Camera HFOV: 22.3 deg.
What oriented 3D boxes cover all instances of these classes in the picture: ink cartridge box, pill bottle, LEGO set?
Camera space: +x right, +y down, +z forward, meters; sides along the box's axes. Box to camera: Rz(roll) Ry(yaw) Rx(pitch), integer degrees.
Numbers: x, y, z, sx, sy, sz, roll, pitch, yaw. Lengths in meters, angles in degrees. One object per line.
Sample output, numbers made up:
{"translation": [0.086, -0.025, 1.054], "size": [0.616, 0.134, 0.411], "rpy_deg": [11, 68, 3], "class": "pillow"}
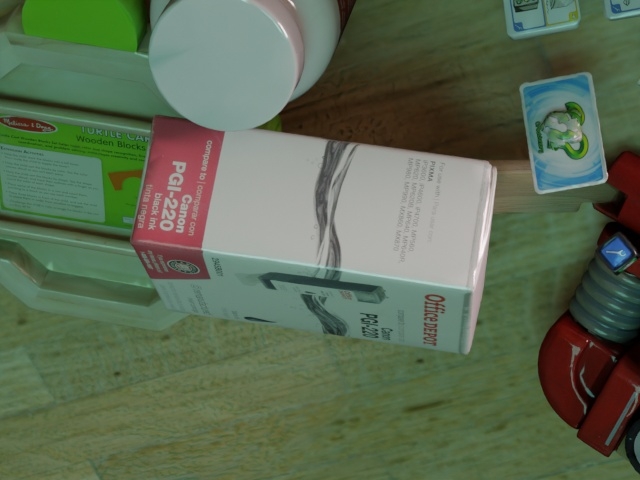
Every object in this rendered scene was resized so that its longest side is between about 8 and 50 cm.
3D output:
{"translation": [0.000, 0.000, 1.057], "size": [0.217, 0.092, 0.158], "rpy_deg": [7, 162, 6], "class": "ink cartridge box"}
{"translation": [-0.040, -0.159, 1.047], "size": [0.121, 0.216, 0.121], "rpy_deg": [5, 121, 8], "class": "pill bottle"}
{"translation": [0.224, -0.104, 1.082], "size": [0.182, 0.060, 0.244], "rpy_deg": [-10, 82, 16], "class": "LEGO set"}

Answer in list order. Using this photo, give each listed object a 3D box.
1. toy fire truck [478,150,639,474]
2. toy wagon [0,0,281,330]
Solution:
{"translation": [0.206, 0.033, 1.171], "size": [0.246, 0.158, 0.217], "rpy_deg": [32, 118, 15], "class": "toy fire truck"}
{"translation": [-0.161, -0.075, 1.177], "size": [0.267, 0.068, 0.344], "rpy_deg": [9, 131, 6], "class": "toy wagon"}
